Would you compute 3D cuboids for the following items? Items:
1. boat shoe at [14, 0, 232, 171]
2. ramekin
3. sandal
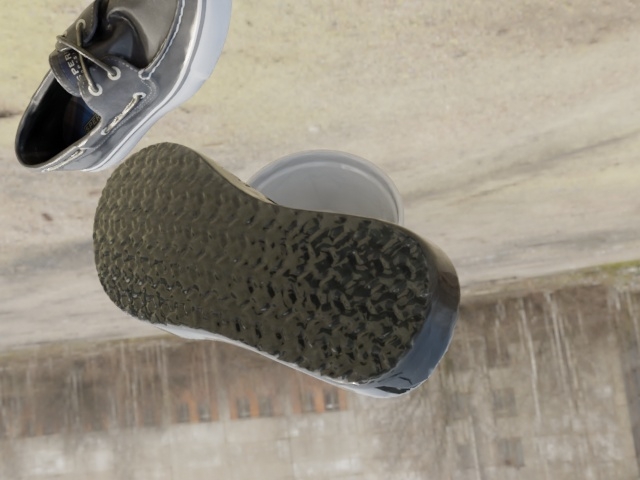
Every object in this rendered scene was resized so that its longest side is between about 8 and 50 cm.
[{"bbox_3d":[-0.138,-0.109,0.530,0.076,0.080,0.228,-21,173,-43],"label":"boat shoe"},{"bbox_3d":[0.000,0.000,1.025,0.207,0.207,0.109,-7,146,1],"label":"ramekin"},{"bbox_3d":[-0.061,0.029,0.747,0.446,0.167,0.107,22,175,42],"label":"sandal"}]
